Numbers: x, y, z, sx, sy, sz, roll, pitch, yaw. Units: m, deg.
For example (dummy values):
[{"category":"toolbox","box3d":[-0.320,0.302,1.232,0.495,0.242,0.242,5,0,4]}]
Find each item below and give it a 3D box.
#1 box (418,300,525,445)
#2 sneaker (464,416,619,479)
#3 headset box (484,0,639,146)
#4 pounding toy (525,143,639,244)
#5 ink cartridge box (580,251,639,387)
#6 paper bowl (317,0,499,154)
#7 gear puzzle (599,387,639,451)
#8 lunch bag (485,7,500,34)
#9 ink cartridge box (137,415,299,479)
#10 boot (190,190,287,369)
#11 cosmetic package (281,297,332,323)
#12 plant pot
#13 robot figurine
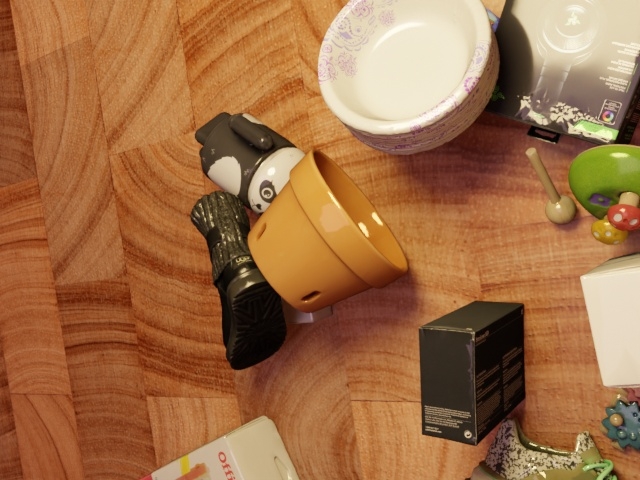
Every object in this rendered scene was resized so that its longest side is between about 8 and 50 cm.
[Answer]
[{"category":"box","box3d":[0.270,0.216,1.161,0.103,0.261,0.184,4,97,33]},{"category":"sneaker","box3d":[0.461,0.426,1.142,0.410,0.158,0.182,16,90,27]},{"category":"headset box","box3d":[0.411,-0.299,1.086,0.246,0.131,0.283,26,110,29]},{"category":"pounding toy","box3d":[0.445,-0.053,1.050,0.236,0.183,0.110,6,61,41]},{"category":"ink cartridge box","box3d":[0.514,0.105,1.003,0.168,0.232,0.171,-14,88,34]},{"category":"paper bowl","box3d":[0.150,-0.279,1.101,0.284,0.148,0.284,-8,70,23]},{"category":"gear puzzle","box3d":[0.631,0.333,1.066,0.338,0.044,0.176,27,109,28]},{"category":"lunch bag","box3d":[0.187,-0.356,1.251,0.221,0.138,0.293,44,104,23]},{"category":"ink cartridge box","box3d":[-0.241,0.627,1.608,0.384,0.160,0.279,-34,77,31]},{"category":"boot","box3d":[-0.174,0.088,1.411,0.260,0.131,0.348,58,153,34]},{"category":"cosmetic package","box3d":[-0.056,0.062,1.468,0.117,0.085,0.231,-6,94,34]},{"category":"plant pot","box3d":[0.000,0.000,1.273,0.203,0.291,0.291,-37,75,15]},{"category":"robot figurine","box3d":[-0.146,-0.164,1.443,0.278,0.209,0.174,37,102,23]}]
